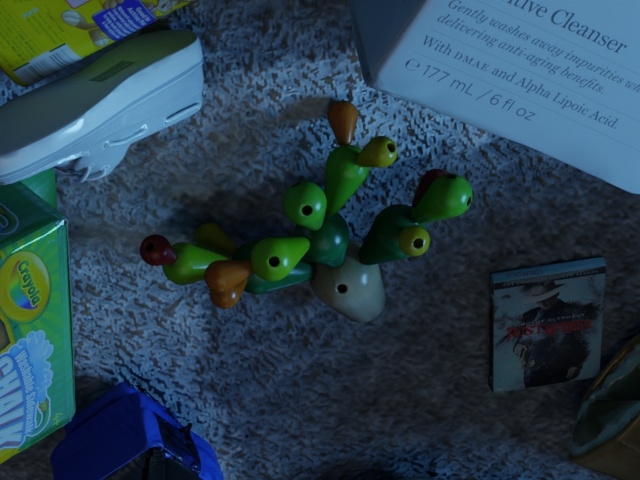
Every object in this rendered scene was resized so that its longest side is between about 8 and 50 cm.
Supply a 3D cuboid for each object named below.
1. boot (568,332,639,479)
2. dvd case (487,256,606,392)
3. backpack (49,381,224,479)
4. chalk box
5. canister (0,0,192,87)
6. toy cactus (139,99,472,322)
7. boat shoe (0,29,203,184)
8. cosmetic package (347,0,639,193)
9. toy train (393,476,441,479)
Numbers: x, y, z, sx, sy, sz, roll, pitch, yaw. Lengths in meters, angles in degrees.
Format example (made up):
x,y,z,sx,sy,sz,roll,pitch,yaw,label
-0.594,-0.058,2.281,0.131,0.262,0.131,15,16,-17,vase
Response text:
x,y,z,sx,sy,sz,roll,pitch,yaw,label
0.296,0.201,1.568,0.269,0.089,0.236,25,108,-33,boot
0.170,0.065,1.472,0.087,0.013,0.119,-8,131,-5,dvd case
-0.126,0.168,1.440,0.098,0.101,0.120,-31,134,18,backpack
-0.267,0.042,1.211,0.289,0.179,0.180,-31,141,-32,chalk box
-0.135,-0.175,1.157,0.170,0.073,0.126,-26,133,12,canister
0.000,0.000,1.339,0.219,0.112,0.180,-23,150,5,toy cactus
-0.140,-0.070,1.200,0.066,0.184,0.063,10,123,34,boat shoe
0.200,-0.236,1.119,0.217,0.156,0.385,19,125,-24,cosmetic package
0.119,0.300,1.596,0.334,0.142,0.190,17,137,-27,toy train
